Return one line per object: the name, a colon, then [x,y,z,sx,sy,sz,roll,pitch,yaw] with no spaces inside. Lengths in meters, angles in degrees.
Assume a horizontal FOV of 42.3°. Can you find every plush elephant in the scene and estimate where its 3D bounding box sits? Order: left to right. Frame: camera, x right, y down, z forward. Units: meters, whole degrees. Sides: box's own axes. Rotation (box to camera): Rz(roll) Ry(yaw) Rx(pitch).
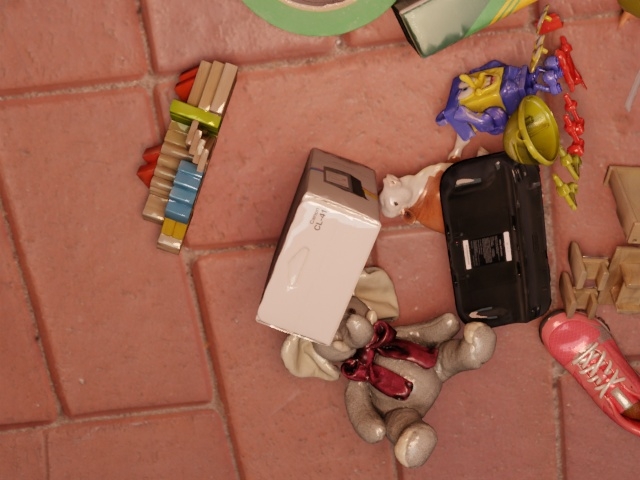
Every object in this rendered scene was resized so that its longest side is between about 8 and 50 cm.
plush elephant: [0.093,0.191,1.432,0.255,0.330,0.272,41,76,-12]

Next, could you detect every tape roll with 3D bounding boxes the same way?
tape roll: [-0.003,-0.482,1.276,0.321,0.077,0.322,2,119,4]

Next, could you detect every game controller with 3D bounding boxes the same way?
game controller: [0.297,0.006,1.392,0.166,0.067,0.319,-8,114,9]

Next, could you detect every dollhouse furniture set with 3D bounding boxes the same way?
dollhouse furniture set: [0.551,0.012,1.467,0.212,0.161,0.242,3,132,0]

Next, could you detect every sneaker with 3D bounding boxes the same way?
sneaker: [0.534,0.247,1.527,0.116,0.136,0.314,-43,104,13]

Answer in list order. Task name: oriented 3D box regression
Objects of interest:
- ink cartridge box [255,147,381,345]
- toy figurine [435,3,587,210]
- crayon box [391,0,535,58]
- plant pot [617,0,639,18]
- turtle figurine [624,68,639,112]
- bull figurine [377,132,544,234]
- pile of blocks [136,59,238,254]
ink cartridge box: [0.000,0.000,1.355,0.131,0.306,0.226,20,109,-6]
toy figurine: [0.285,-0.191,1.317,0.217,0.363,0.191,-14,129,32]
crayon box: [0.273,-0.398,1.264,0.322,0.203,0.083,-27,108,10]
plant pot: [0.586,-0.419,1.248,0.228,0.227,0.207,13,115,-4]
turtle figurine: [0.524,-0.305,1.085,0.274,0.198,0.266,-23,113,14]
bull figurine: [0.248,-0.069,1.430,0.310,0.101,0.188,30,106,-21]
pile of blocks: [-0.244,-0.143,1.392,0.112,0.149,0.362,19,109,-6]
